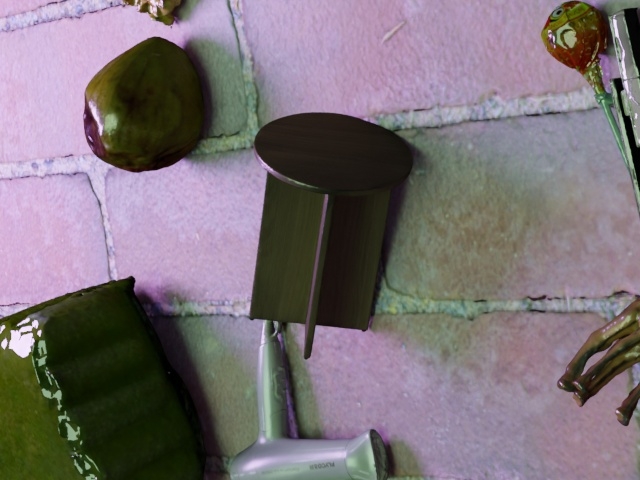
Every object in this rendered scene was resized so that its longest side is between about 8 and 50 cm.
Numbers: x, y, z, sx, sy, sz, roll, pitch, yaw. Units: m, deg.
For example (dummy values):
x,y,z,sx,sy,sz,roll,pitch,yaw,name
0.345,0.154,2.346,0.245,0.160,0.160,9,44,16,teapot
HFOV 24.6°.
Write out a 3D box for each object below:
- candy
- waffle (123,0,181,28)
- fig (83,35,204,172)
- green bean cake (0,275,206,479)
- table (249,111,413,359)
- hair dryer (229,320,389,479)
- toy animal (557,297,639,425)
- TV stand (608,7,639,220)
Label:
x,y,z,sx,sy,sz,roll,pitch,yaw,name
0.263,-0.129,1.371,0.060,0.060,0.201,-23,89,44,candy
-0.241,-0.330,1.807,0.160,0.046,0.192,-41,71,39,waffle
-0.209,-0.162,1.765,0.144,0.154,0.165,22,83,55,fig
-0.316,0.233,1.898,0.335,0.218,0.319,-15,96,51,green bean cake
0.000,0.000,1.585,0.167,0.167,0.226,33,129,34,table
-0.025,0.180,1.711,0.206,0.075,0.237,-18,78,37,hair dryer
0.332,0.074,1.311,0.275,0.149,0.054,-32,104,15,toy animal
0.302,-0.089,1.344,0.042,0.036,0.249,-13,90,46,TV stand
